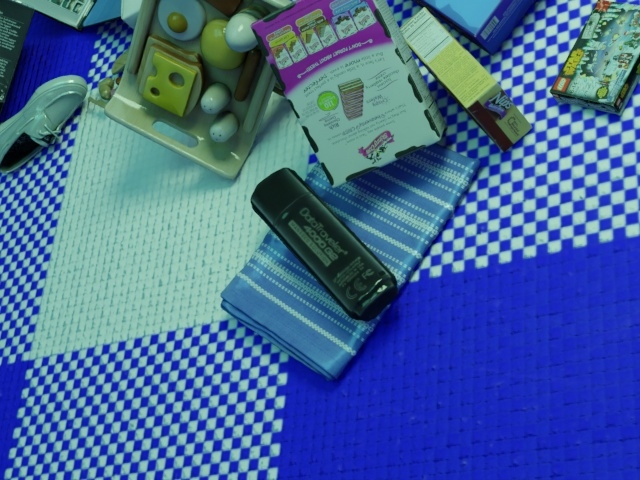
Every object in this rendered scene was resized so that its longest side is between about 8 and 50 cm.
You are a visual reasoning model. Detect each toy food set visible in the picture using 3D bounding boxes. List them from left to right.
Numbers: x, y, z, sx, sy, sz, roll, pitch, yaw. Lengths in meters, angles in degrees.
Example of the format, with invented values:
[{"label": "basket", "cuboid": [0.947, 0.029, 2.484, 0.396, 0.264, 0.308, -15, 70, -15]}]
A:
[{"label": "toy food set", "cuboid": [-0.335, -0.271, 1.977, 0.078, 0.019, 0.122, 28, 76, 43]}, {"label": "toy food set", "cuboid": [-0.174, -0.248, 1.622, 0.092, 0.219, 0.306, -59, -5, -51]}]

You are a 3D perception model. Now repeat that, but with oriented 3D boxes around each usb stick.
[{"label": "usb stick", "cuboid": [0.000, 0.000, 1.497, 0.077, 0.045, 0.278, -41, 49, -2]}]

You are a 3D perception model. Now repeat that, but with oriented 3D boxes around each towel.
[{"label": "towel", "cuboid": [0.029, -0.005, 1.527, 0.243, 0.040, 0.336, 30, 85, 43]}]

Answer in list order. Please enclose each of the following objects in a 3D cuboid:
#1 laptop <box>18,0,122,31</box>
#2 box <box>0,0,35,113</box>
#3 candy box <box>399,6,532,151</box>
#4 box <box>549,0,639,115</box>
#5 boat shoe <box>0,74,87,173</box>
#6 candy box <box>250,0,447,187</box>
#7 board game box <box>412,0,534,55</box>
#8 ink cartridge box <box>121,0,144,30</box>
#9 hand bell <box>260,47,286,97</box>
[{"label": "laptop", "cuboid": [-0.402, -0.591, 2.056, 0.408, 0.236, 0.382, 25, 78, 5]}, {"label": "box", "cuboid": [-0.601, -0.319, 2.105, 0.153, 0.108, 0.207, 139, 145, -59]}, {"label": "candy box", "cuboid": [0.180, -0.203, 1.480, 0.053, 0.109, 0.187, -40, 47, 9]}, {"label": "box", "cuboid": [0.349, -0.223, 1.418, 0.094, 0.027, 0.137, 20, 78, 44]}, {"label": "boat shoe", "cuboid": [-0.478, -0.192, 2.007, 0.227, 0.079, 0.081, -35, 58, 23]}, {"label": "candy box", "cuboid": [0.038, -0.205, 1.478, 0.159, 0.233, 0.071, -23, 11, 21]}, {"label": "board game box", "cuboid": [0.235, -0.452, 1.541, 0.233, 0.078, 0.347, 41, 98, 27]}, {"label": "ink cartridge box", "cuboid": [-0.167, -0.329, 1.741, 0.160, 0.219, 0.092, -22, 52, 27]}, {"label": "hand bell", "cuboid": [-0.021, -0.333, 1.732, 0.126, 0.126, 0.242, -22, 41, 26]}]
